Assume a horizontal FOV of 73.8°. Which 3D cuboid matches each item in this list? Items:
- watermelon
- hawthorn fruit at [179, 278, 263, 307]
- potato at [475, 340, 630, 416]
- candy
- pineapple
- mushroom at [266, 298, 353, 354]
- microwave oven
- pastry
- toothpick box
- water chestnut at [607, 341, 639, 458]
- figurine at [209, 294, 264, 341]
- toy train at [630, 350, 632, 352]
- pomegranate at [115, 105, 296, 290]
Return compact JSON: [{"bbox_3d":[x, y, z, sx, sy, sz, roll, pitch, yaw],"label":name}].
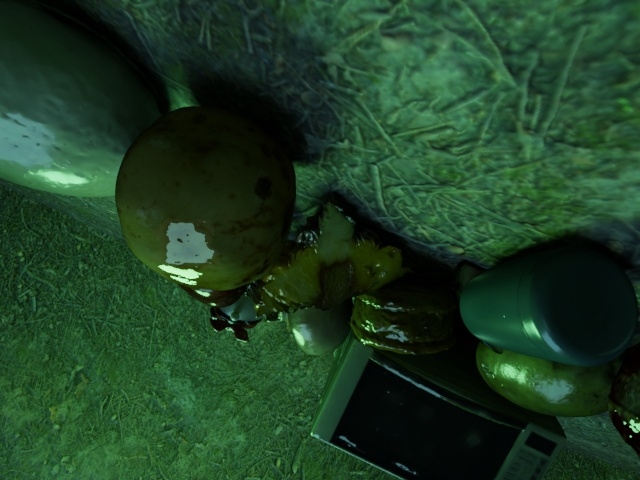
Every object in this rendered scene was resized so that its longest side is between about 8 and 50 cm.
[{"bbox_3d":[0.248,0.083,0.630,0.094,0.125,0.135,-20,117,28],"label":"watermelon"},{"bbox_3d":[-0.191,-0.011,0.766,0.248,0.208,0.208,53,167,9],"label":"hawthorn fruit"},{"bbox_3d":[0.348,0.189,0.655,0.196,0.149,0.228,3,169,-28],"label":"potato"},{"bbox_3d":[-0.336,-0.152,0.523,0.295,0.186,0.295,17,162,6],"label":"candy"},{"bbox_3d":[-0.006,0.002,0.665,0.140,0.249,0.164,-118,8,-63],"label":"pineapple"},{"bbox_3d":[-0.025,0.115,0.835,0.177,0.227,0.226,-18,163,-5],"label":"mushroom"},{"bbox_3d":[0.213,0.320,0.873,0.393,0.247,0.333,24,-163,4],"label":"microwave oven"},{"bbox_3d":[0.138,0.118,0.722,0.188,0.103,0.189,5,-173,-1],"label":"pastry"},{"bbox_3d":[0.247,0.077,0.501,0.120,0.121,0.184,27,166,-6],"label":"toothpick box"},{"bbox_3d":[0.431,0.204,0.446,0.223,0.238,0.224,21,178,1],"label":"water chestnut"},{"bbox_3d":[-0.159,0.111,0.936,0.183,0.226,0.160,33,141,-23],"label":"figurine"},{"bbox_3d":[0.574,0.262,0.635,0.296,0.101,0.161,23,162,7],"label":"toy train"},{"bbox_3d":[-0.134,-0.051,0.507,0.215,0.216,0.215,23,164,7],"label":"pomegranate"}]
